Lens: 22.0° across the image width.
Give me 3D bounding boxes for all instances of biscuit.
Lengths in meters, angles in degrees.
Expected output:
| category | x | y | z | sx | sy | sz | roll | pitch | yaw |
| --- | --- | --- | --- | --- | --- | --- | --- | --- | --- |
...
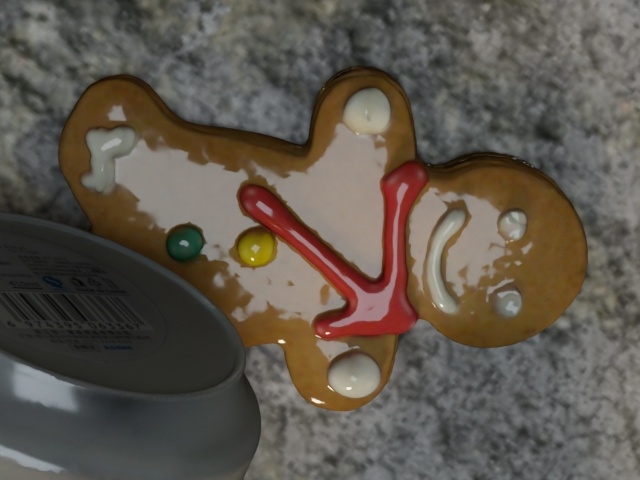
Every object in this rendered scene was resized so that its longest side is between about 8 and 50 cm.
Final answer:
| category | x | y | z | sx | sy | sz | roll | pitch | yaw |
| --- | --- | --- | --- | --- | --- | --- | --- | --- | --- |
| biscuit | 0.000 | 0.000 | 1.013 | 0.339 | 0.047 | 0.216 | 8 | 102 | -5 |

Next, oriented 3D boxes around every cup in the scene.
| category | x | y | z | sx | sy | sz | roll | pitch | yaw |
| --- | --- | --- | --- | --- | --- | --- | --- | --- | --- |
| cup | -0.226 | 0.152 | 0.917 | 0.322 | 0.237 | 0.327 | 24 | 109 | 3 |
